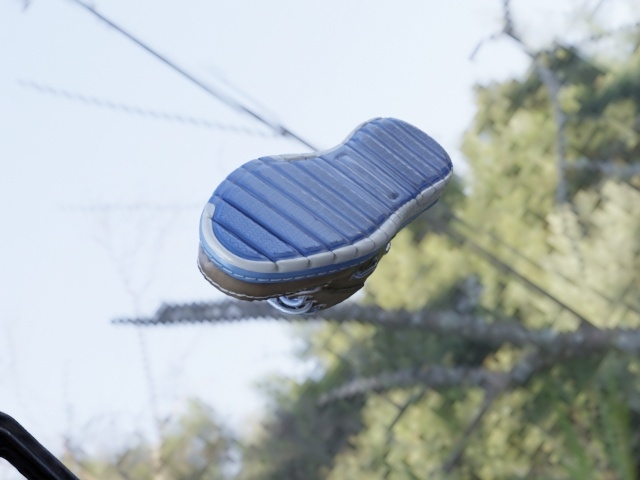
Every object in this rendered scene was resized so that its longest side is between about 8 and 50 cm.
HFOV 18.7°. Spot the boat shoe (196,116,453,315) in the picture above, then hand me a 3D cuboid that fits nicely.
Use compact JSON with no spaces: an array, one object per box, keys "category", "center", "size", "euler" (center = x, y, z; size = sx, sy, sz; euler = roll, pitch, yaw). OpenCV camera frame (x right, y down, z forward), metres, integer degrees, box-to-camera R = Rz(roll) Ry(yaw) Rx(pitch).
[{"category":"boat shoe","center":[0.000,0.000,0.870],"size":[0.183,0.066,0.066],"euler":[-24,-32,-55]}]

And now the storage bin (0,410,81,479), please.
[{"category":"storage bin","center":[-0.097,0.155,0.542],"size":[0.084,0.180,0.122],"euler":[-21,-38,12]}]
